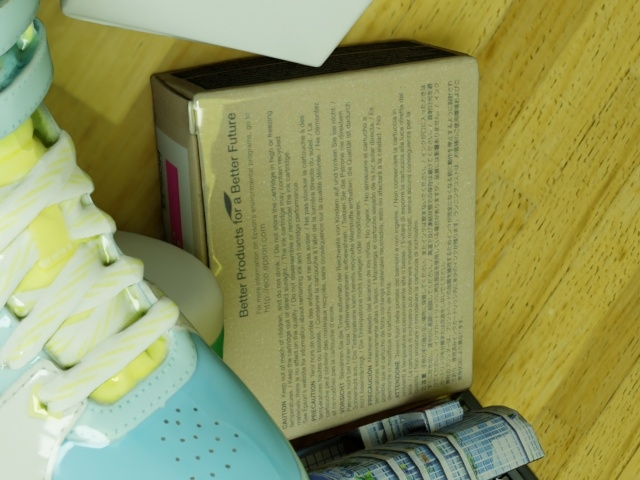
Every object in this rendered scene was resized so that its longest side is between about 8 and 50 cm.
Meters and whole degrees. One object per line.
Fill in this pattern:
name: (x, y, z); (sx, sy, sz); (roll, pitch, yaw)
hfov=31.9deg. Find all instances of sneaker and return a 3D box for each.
sneaker: (-0.114, -0.003, 0.401); (0.127, 0.319, 0.208); (-44, 164, -43)

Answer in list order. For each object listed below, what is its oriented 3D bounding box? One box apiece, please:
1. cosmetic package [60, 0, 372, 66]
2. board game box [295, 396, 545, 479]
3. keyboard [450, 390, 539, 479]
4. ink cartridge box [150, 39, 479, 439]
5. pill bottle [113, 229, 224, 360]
cosmetic package: (-0.033, -0.207, 0.547); (0.151, 0.151, 0.184); (7, 147, -30)
board game box: (0.049, 0.150, 0.759); (0.194, 0.194, 0.060); (-15, 79, -33)
keyboard: (0.123, 0.210, 0.900); (0.108, 0.023, 0.180); (-43, 121, -8)
ink cartridge box: (0.000, 0.000, 0.722); (0.193, 0.088, 0.235); (-10, 113, -23)
pill bottle: (-0.162, 0.188, 0.636); (0.204, 0.204, 0.361); (-5, 110, -26)
